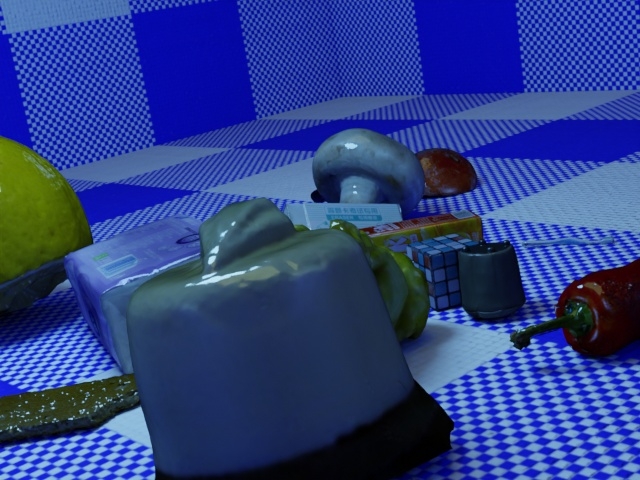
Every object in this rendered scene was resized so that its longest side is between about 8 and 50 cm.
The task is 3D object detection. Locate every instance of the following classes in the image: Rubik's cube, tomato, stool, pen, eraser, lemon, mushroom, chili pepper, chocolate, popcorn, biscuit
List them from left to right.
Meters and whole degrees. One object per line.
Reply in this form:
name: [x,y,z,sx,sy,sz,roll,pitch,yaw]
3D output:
lemon: [-0.607,-0.034,1.806,0.364,0.364,0.364,-8,14,2]
biscuit: [-0.336,0.227,1.363,0.236,0.026,0.131,-9,16,-3]
chocolate: [-0.062,0.116,1.108,0.314,0.297,0.326,-20,19,-22]
popcorn: [0.007,0.074,1.400,0.225,0.174,0.286,-7,-15,32]
pen: [0.049,-0.144,2.540,0.033,0.033,0.269,-1,16,28]
eraser: [0.046,-0.020,1.855,0.225,0.052,0.096,0,54,-18]
mushroom: [0.089,-0.105,2.091,0.243,0.244,0.243,-8,14,2]
tomato: [0.268,-0.166,2.358,0.173,0.099,0.189,-18,19,-38]
Rubik's cube: [0.199,0.049,1.589,0.092,0.092,0.092,-13,15,-17]
stool: [0.253,0.057,1.490,0.096,0.110,0.096,-10,11,2]
chili pepper: [0.424,0.081,1.331,0.387,0.110,0.110,-13,15,-28]

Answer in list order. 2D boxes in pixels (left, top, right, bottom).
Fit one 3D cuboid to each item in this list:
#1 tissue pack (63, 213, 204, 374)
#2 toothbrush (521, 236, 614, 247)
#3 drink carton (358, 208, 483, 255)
tissue pack: [-0.262,0.077,1.623,0.242,0.160,0.338,-20,16,-19]
toothbrush: [0.439,0.003,1.781,0.162,0.014,0.017,-4,30,19]
drink carton: [0.167,0.014,1.737,0.222,0.096,0.071,-10,15,-7]
